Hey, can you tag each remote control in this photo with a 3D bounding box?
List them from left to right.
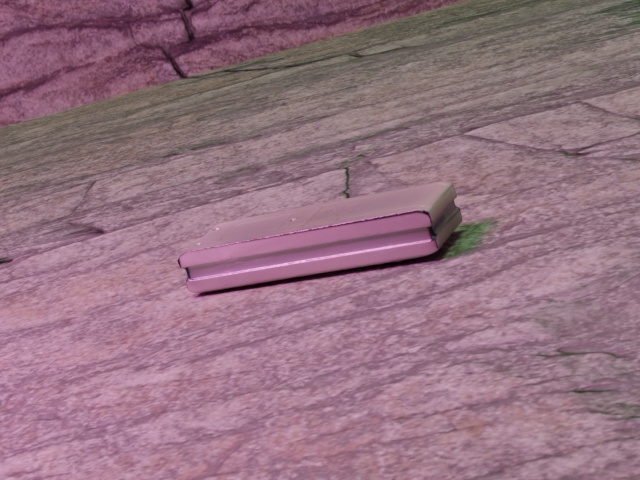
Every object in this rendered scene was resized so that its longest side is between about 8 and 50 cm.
[{"bbox_3d":[0.000,0.000,1.733,0.277,0.055,0.103,-10,14,22],"label":"remote control"}]
